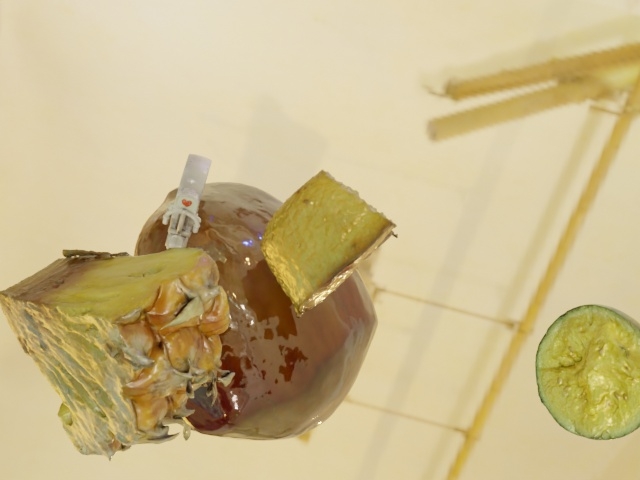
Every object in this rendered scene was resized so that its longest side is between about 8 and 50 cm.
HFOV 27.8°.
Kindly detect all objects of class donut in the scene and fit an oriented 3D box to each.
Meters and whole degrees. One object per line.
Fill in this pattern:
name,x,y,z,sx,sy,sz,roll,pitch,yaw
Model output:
donut,0.000,0.000,1.473,0.151,0.112,0.295,-40,175,2

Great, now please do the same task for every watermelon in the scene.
watermelon,0.223,0.100,1.004,0.062,0.105,0.105,-3,115,-47

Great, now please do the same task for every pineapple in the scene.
pineapple,-0.171,0.085,1.048,0.114,0.186,0.236,-33,166,-46

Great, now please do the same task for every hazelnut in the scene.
hazelnut,-0.101,0.100,1.733,0.366,0.366,0.365,-165,-90,-89

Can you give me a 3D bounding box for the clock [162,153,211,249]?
clock,-0.151,-0.033,1.438,0.087,0.041,0.129,-81,-171,-49
